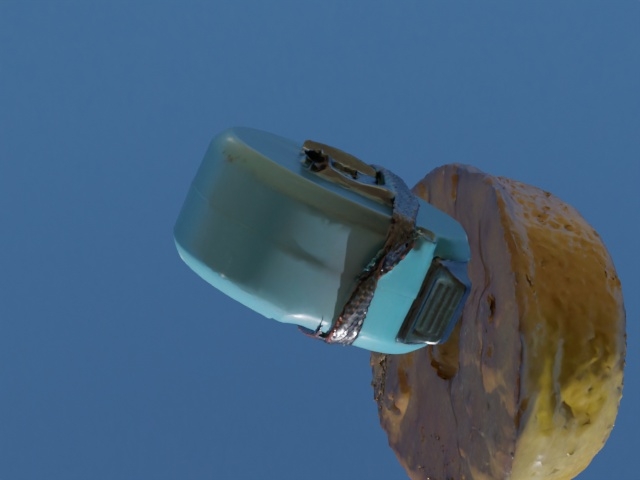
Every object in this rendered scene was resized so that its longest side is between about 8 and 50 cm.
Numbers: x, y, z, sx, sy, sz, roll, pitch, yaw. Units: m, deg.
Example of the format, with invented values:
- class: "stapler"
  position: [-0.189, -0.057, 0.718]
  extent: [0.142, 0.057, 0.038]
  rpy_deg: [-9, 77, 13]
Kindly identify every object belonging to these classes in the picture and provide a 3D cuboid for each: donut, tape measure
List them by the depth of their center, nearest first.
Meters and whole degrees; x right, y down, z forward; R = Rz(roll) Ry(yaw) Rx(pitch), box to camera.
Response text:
- class: "tape measure"
  position: [0.000, 0.000, 0.675]
  extent: [0.125, 0.146, 0.081]
  rpy_deg: [24, -81, -8]
- class: "donut"
  position: [0.131, 0.072, 1.147]
  extent: [0.108, 0.277, 0.277]
  rpy_deg: [-2, -128, -20]
